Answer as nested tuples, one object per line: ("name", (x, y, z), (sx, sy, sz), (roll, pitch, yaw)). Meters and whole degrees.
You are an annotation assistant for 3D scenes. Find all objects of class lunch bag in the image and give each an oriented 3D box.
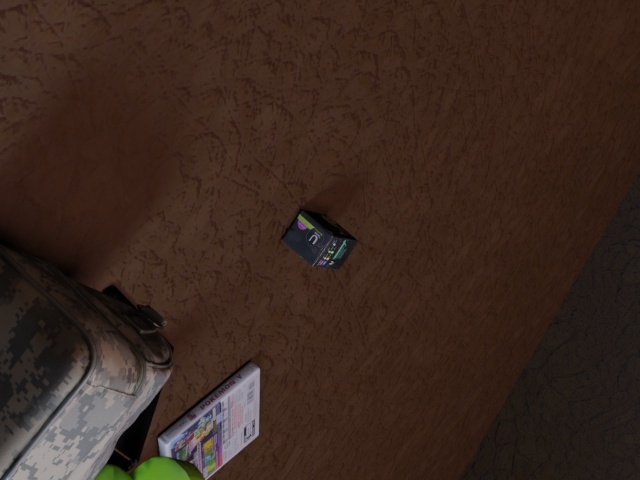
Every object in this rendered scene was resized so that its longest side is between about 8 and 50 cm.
("lunch bag", (-0.300, 0.176, 1.276), (0.305, 0.212, 0.256), (-52, 155, 3))

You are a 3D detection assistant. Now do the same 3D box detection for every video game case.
("video game case", (-0.162, 0.289, 1.914), (0.183, 0.023, 0.201), (-38, 154, -28))

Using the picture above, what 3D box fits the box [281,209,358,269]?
("box", (0.000, 0.000, 1.741), (0.052, 0.062, 0.083), (-56, 155, 12))

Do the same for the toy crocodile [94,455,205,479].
("toy crocodile", (-0.291, 0.369, 1.561), (0.340, 0.105, 0.115), (-35, 154, -5))

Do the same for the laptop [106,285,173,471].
("laptop", (-0.308, 0.202, 1.544), (0.264, 0.137, 0.234), (-24, 154, 2))
